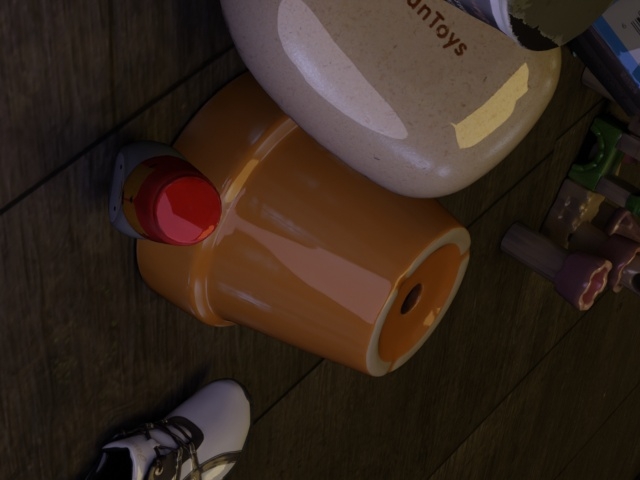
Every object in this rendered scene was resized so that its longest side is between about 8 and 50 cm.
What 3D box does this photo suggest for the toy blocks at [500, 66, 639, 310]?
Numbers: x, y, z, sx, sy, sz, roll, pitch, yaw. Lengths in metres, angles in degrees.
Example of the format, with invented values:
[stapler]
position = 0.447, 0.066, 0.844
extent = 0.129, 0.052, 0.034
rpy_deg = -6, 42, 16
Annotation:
[toy blocks]
position = 0.423, -0.052, 1.855
extent = 0.309, 0.260, 0.288
rpy_deg = -13, 131, -58

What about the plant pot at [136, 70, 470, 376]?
[plant pot]
position = 0.000, 0.000, 1.189
extent = 0.205, 0.188, 0.205
rpy_deg = -43, 153, -29

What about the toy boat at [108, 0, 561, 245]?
[toy boat]
position = -0.012, -0.113, 1.052
extent = 0.318, 0.267, 0.148
rpy_deg = -42, -162, -9

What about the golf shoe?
[golf shoe]
position = -0.127, 0.179, 1.308
extent = 0.198, 0.077, 0.094
rpy_deg = -47, 154, -24

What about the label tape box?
[label tape box]
position = 0.368, -0.233, 1.512
extent = 0.249, 0.115, 0.348
rpy_deg = -37, 176, 6

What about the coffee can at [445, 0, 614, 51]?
[coffee can]
position = 0.048, -0.252, 0.858
extent = 0.201, 0.275, 0.201
rpy_deg = -43, 152, -29
